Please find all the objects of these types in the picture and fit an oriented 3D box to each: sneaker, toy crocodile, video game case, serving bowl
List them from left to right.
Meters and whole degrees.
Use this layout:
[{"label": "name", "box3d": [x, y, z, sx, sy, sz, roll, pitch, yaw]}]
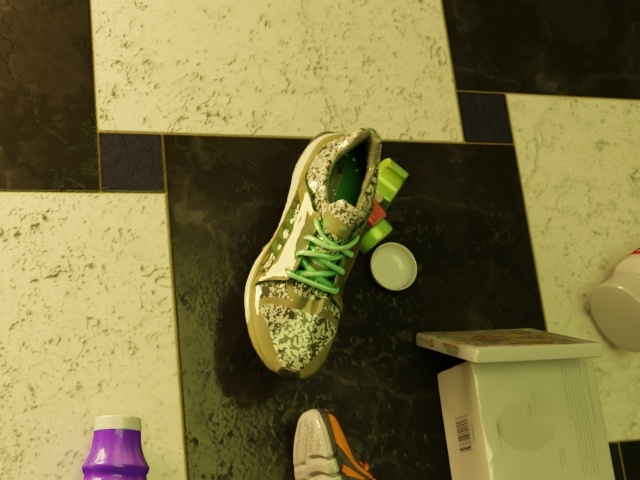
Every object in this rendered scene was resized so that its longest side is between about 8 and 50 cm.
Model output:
[{"label": "sneaker", "box3d": [0.000, 0.000, 1.526, 0.158, 0.182, 0.410, 17, 71, -11]}, {"label": "toy crocodile", "box3d": [0.018, -0.007, 1.677, 0.340, 0.105, 0.115, -39, 88, -26]}, {"label": "sneaker", "box3d": [0.077, 0.394, 1.569, 0.180, 0.125, 0.321, -15, 89, -28]}, {"label": "serving bowl", "box3d": [0.119, 0.046, 1.739, 0.083, 0.027, 0.083, 6, 71, -18]}, {"label": "video game case", "box3d": [0.299, 0.167, 1.669, 0.227, 0.206, 0.026, -1, 92, -21]}]

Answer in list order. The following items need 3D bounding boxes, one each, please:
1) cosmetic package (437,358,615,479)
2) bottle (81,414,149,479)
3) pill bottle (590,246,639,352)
[{"label": "cosmetic package", "box3d": [0.328, 0.306, 1.668, 0.225, 0.138, 0.224, 0, 73, -19]}, {"label": "bottle", "box3d": [-0.288, 0.387, 1.437, 0.118, 0.092, 0.282, 5, 71, -19]}, {"label": "pill bottle", "box3d": [0.626, 0.071, 1.845, 0.283, 0.161, 0.161, -30, 84, -26]}]
